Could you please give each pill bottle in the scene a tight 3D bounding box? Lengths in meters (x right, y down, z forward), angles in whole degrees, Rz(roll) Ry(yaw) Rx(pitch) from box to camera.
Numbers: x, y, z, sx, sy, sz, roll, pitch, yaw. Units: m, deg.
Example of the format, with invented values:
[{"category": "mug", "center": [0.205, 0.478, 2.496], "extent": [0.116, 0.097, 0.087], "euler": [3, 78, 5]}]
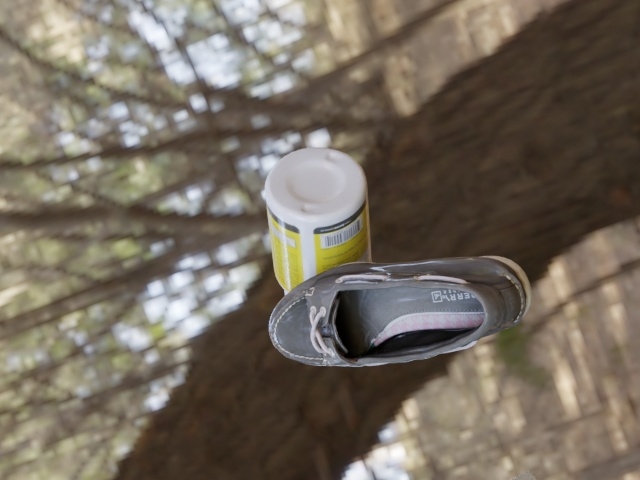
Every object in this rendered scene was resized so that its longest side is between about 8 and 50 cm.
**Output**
[{"category": "pill bottle", "center": [0.000, 0.000, 2.063], "extent": [0.208, 0.119, 0.119], "euler": [86, 176, -49]}]

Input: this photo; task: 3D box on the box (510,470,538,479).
[{"category": "box", "center": [0.251, 0.395, 2.139], "extent": [0.091, 0.130, 0.170], "euler": [-17, -119, -43]}]

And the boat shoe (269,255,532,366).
[{"category": "boat shoe", "center": [0.066, 0.080, 1.907], "extent": [0.095, 0.335, 0.112], "euler": [-26, -78, -56]}]
